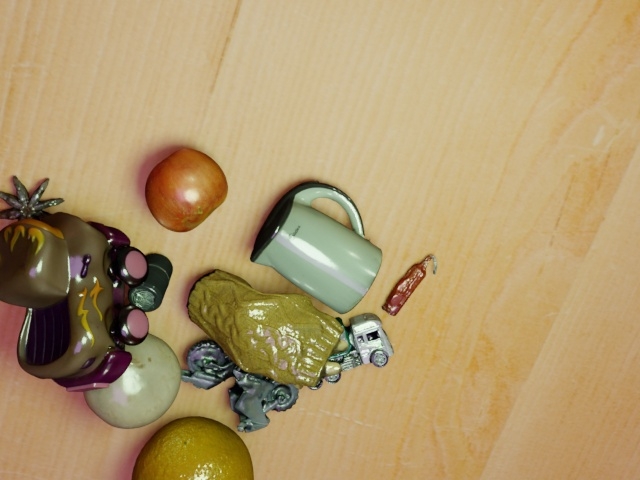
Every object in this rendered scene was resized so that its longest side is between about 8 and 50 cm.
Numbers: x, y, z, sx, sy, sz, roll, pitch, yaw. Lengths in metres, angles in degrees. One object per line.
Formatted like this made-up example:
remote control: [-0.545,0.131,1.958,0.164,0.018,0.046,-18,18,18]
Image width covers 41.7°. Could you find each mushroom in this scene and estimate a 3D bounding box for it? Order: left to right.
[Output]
mushroom: [-0.399,0.287,1.748,0.204,0.204,0.204,-2,110,-6]

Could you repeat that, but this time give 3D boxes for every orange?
orange: [-0.273,0.516,1.805,0.274,0.274,0.274,-2,110,-6]

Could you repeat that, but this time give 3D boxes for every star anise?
star anise: [-0.588,-0.065,1.681,0.141,0.042,0.141,-2,108,-5]

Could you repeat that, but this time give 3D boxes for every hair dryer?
hair dryer: [-0.384,0.138,1.747,0.072,0.124,0.219,29,120,-13]

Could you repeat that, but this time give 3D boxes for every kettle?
kettle: [0.000,0.000,1.718,0.236,0.161,0.221,32,83,-13]

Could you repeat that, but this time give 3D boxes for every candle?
candle: [0.196,0.097,1.822,0.053,0.048,0.162,25,105,-45]

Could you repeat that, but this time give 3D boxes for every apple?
apple: [-0.265,-0.100,1.646,0.163,0.163,0.139,-42,95,9]

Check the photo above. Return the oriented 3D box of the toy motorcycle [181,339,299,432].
toy motorcycle: [-0.185,0.326,1.833,0.271,0.106,0.159,27,98,-19]

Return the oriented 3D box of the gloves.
gloves: [-0.114,0.190,1.704,0.357,0.155,0.203,22,121,16]

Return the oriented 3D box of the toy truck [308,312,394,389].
toy truck: [0.025,0.240,1.824,0.254,0.114,0.124,-19,99,0]

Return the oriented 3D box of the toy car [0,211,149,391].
toy car: [-0.494,0.111,1.587,0.271,0.240,0.340,-16,73,33]
